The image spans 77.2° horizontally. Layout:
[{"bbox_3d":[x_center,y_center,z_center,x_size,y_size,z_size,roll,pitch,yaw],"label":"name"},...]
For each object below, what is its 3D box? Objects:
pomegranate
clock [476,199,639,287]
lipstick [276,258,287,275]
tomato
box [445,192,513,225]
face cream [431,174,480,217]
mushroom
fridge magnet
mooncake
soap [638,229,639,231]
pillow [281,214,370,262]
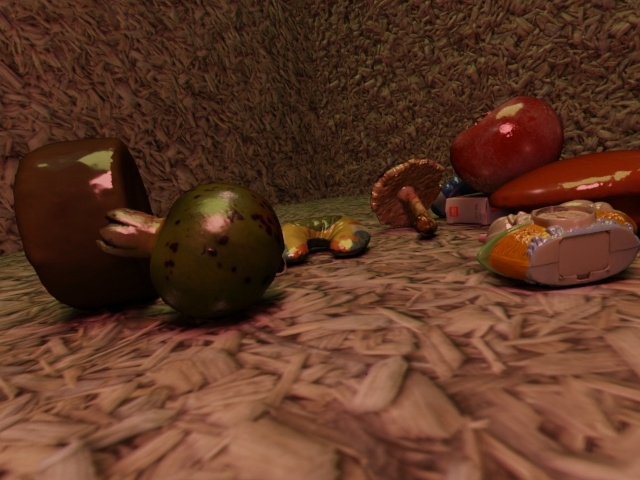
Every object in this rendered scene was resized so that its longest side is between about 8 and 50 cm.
[{"bbox_3d":[-0.170,0.007,0.558,0.248,0.201,0.202,16,4,-12],"label":"pomegranate"},{"bbox_3d":[0.329,0.000,0.562,0.231,0.103,0.144,-8,17,-2],"label":"clock"},{"bbox_3d":[-0.124,0.051,0.812,0.129,0.030,0.030,1,12,41],"label":"lipstick"},{"bbox_3d":[0.485,-0.237,1.038,0.270,0.227,0.270,-34,-1,-1],"label":"tomato"},{"bbox_3d":[0.502,-0.101,1.173,0.270,0.079,0.135,-12,10,-35],"label":"box"},{"bbox_3d":[0.472,-0.169,1.291,0.149,0.083,0.264,23,-53,-41],"label":"face cream"},{"bbox_3d":[0.246,-0.079,1.119,0.208,0.233,0.301,-12,48,32],"label":"mushroom"},{"bbox_3d":[0.540,-0.097,0.817,0.365,0.155,0.363,-10,6,1],"label":"fridge magnet"},{"bbox_3d":[-0.377,-0.026,0.678,0.156,0.283,0.284,-11,9,-12],"label":"mooncake"},{"bbox_3d":[0.625,-0.019,0.754,0.034,0.012,0.089,-8,8,18],"label":"soap"},{"bbox_3d":[0.000,0.000,0.928,0.234,0.085,0.214,-5,19,-4],"label":"pillow"}]
